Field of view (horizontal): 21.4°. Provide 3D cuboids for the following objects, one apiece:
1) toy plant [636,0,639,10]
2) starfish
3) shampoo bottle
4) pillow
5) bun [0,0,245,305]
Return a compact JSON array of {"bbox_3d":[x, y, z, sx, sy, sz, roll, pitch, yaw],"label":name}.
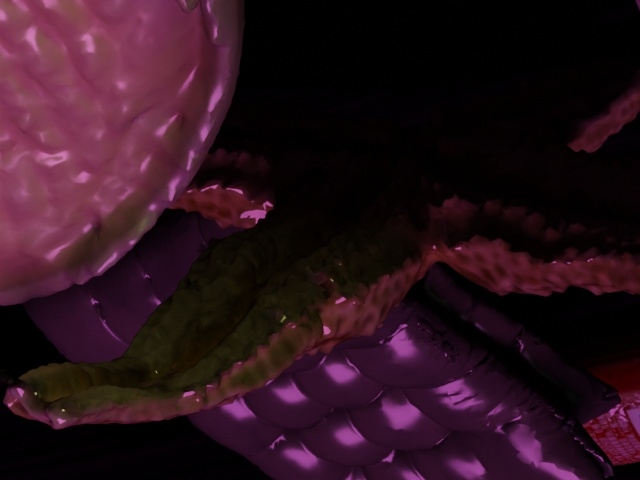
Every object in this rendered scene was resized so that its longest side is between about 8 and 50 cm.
[{"bbox_3d":[0.129,-0.182,0.480,0.247,0.247,0.332,-19,144,33],"label":"toy plant"},{"bbox_3d":[0.000,0.000,0.783,0.432,0.324,0.082,-4,121,3],"label":"starfish"},{"bbox_3d":[0.190,0.115,1.175,0.314,0.076,0.118,-14,148,27],"label":"shampoo bottle"},{"bbox_3d":[0.006,0.074,1.053,0.228,0.101,0.326,-24,130,37],"label":"pillow"},{"bbox_3d":[-0.203,-0.129,0.607,0.364,0.202,0.364,2,145,1],"label":"bun"}]
